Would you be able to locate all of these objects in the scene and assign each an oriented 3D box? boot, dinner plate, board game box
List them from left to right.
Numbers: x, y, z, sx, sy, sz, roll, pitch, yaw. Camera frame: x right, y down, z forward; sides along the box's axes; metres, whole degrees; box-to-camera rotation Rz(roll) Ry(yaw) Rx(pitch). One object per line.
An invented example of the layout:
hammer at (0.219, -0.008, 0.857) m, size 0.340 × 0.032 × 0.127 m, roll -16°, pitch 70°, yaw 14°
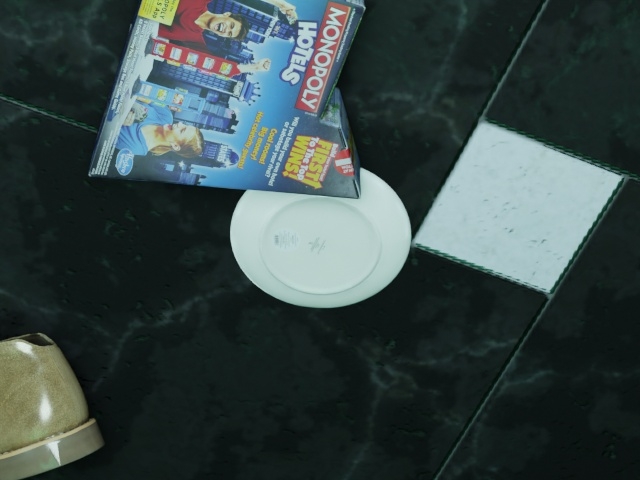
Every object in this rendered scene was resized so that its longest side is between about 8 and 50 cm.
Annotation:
boot at (-0.328, 0.160, 1.318) m, size 0.305 × 0.112 × 0.115 m, roll -19°, pitch 92°, yaw 19°
board game box at (-0.046, -0.110, 1.126) m, size 0.194 × 0.060 × 0.194 m, roll 16°, pitch 124°, yaw -11°
dinner plate at (0.000, 0.000, 1.228) m, size 0.141 × 0.017 × 0.141 m, roll 1°, pitch 124°, yaw 2°
